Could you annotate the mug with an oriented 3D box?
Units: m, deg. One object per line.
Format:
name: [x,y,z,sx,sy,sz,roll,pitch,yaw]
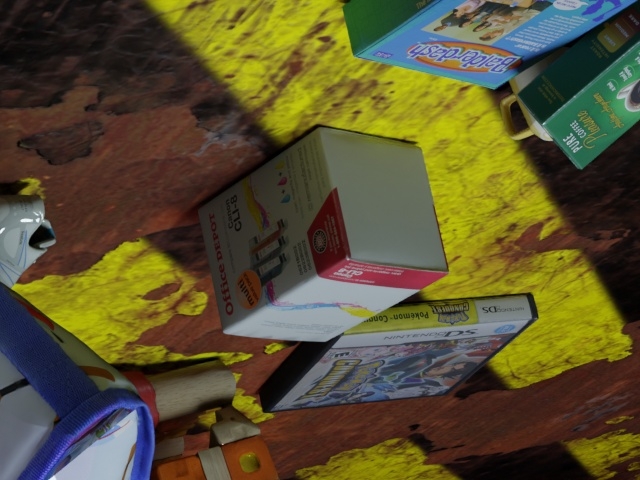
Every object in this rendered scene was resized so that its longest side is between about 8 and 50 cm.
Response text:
mug: [0.190,-0.115,1.571,0.062,0.064,0.078,-8,160,-12]

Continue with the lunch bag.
lunch bag: [-0.305,0.126,1.482,0.239,0.328,0.385,-38,163,-31]

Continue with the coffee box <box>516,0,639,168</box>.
coffee box: [0.246,-0.142,1.473,0.184,0.040,0.113,-42,153,9]

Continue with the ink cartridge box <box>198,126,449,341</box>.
ink cartridge box: [0.000,0.000,1.671,0.127,0.128,0.176,7,152,-41]

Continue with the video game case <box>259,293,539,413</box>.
video game case: [0.086,0.135,2.210,0.248,0.035,0.275,-4,158,-22]

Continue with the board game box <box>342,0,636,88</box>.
board game box: [0.145,-0.186,1.381,0.160,0.047,0.210,8,151,-44]

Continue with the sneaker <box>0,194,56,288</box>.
sneaker: [-0.271,0.014,1.643,0.083,0.071,0.191,-12,161,-18]

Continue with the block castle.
block castle: [-0.169,0.383,2.127,0.213,0.453,0.303,-12,163,-26]
